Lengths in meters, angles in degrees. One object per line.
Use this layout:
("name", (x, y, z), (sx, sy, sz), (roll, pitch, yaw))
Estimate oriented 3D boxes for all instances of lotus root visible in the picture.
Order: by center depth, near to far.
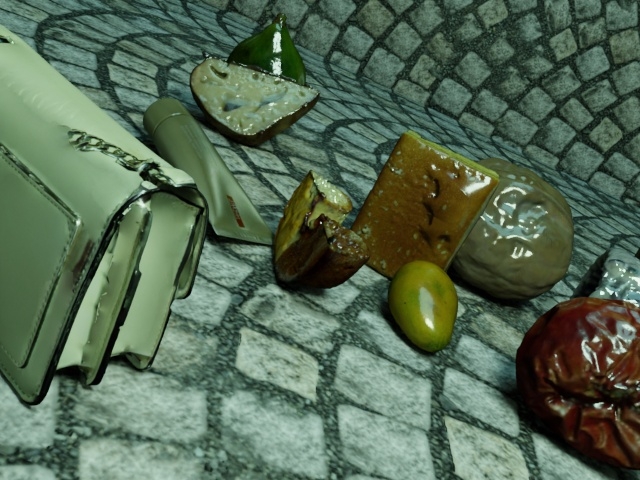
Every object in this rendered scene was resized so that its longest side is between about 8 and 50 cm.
("lotus root", (-0.150, -0.287, 1.458), (0.261, 0.170, 0.074), (22, -19, -2))

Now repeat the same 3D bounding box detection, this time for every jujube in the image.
("jujube", (0.393, 0.184, 0.951), (0.232, 0.213, 0.213), (37, 25, 8))

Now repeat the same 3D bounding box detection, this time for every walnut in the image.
("walnut", (0.345, -0.017, 1.303), (0.273, 0.227, 0.273), (25, 23, -11))

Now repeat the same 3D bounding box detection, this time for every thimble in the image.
("thimble", (0.485, 0.132, 1.131), (0.157, 0.217, 0.245), (31, -19, 15))

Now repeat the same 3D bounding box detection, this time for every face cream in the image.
("face cream", (-0.193, -0.111, 1.156), (0.137, 0.084, 0.341), (13, 32, -50))

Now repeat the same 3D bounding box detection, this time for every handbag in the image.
("handbag", (-0.288, -0.046, 0.710), (0.358, 0.236, 0.160), (38, 28, 26))

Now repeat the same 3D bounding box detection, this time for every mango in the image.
("mango", (0.154, 0.095, 1.053), (0.111, 0.089, 0.163), (27, 31, 1))

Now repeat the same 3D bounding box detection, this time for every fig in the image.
("fig", (-0.126, -0.393, 1.577), (0.195, 0.245, 0.195), (6, 49, -7))

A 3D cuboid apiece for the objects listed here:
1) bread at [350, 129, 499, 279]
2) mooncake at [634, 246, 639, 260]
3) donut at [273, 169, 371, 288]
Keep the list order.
("bread", (0.168, -0.045, 1.175), (0.184, 0.234, 0.110), (30, 22, 11))
("mooncake", (0.709, 0.085, 1.392), (0.155, 0.284, 0.284), (29, 23, 7))
("donut", (-0.001, -0.002, 1.042), (0.085, 0.141, 0.217), (26, 30, -25))
